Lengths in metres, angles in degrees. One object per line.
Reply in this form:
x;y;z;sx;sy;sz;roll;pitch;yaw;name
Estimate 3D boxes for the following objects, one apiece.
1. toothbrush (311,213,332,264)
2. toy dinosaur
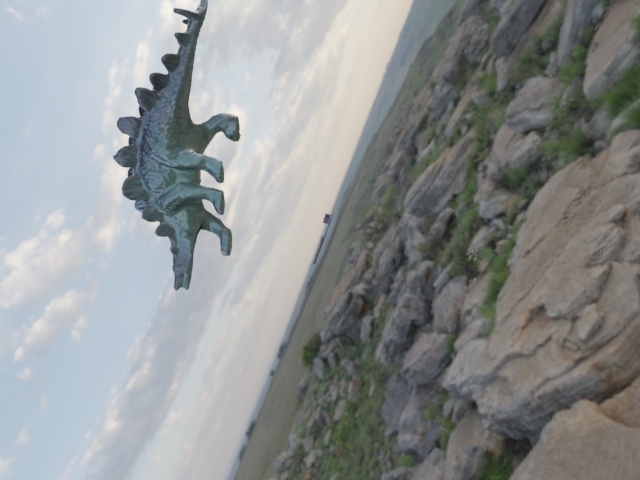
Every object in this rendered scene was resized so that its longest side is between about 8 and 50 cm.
0.000;0.000;0.578;0.097;0.008;0.006;108;174;-55;toothbrush
-0.098;-0.069;0.369;0.039;0.082;0.209;-62;-22;-85;toy dinosaur
